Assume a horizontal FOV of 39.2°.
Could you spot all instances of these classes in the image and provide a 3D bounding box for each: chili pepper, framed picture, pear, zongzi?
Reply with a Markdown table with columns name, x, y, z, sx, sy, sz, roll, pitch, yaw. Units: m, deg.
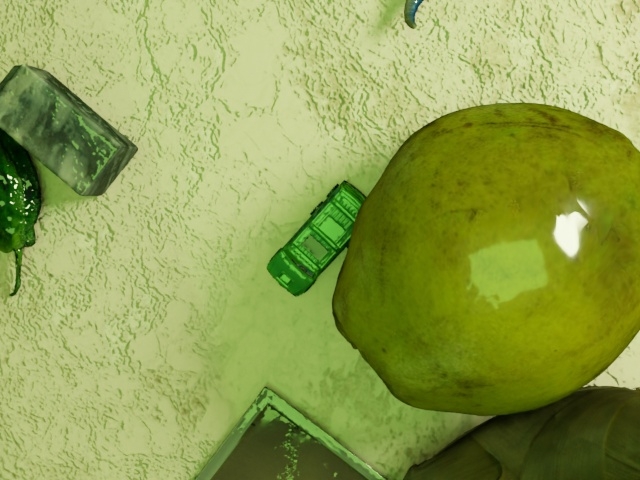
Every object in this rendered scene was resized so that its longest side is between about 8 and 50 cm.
| name | x | y | z | sx | sy | sz | roll | pitch | yaw |
| --- | --- | --- | --- | --- | --- | --- | --- | --- | --- |
| chili pepper | -0.442 | -0.069 | 1.217 | 0.122 | 0.065 | 0.279 | -26 | 90 | 15 |
| framed picture | -0.027 | 0.375 | 1.239 | 0.293 | 0.018 | 0.231 | 38 | 97 | 1 |
| pear | 0.215 | 0.020 | 1.043 | 0.413 | 0.352 | 0.352 | -37 | 91 | -2 |
| zongzi | 0.214 | 0.292 | 1.037 | 0.447 | 0.418 | 0.181 | -23 | 72 | 4 |

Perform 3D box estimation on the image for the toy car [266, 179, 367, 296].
| name | x | y | z | sx | sy | sz | roll | pitch | yaw |
| --- | --- | --- | --- | --- | --- | --- | --- | --- | --- |
| toy car | 0.000 | 0.000 | 1.183 | 0.071 | 0.062 | 0.165 | 43 | 97 | 0 |

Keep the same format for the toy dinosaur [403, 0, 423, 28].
| name | x | y | z | sx | sy | sz | roll | pitch | yaw |
| --- | --- | --- | --- | --- | --- | --- | --- | --- | --- |
| toy dinosaur | 0.198 | -0.374 | 1.137 | 0.188 | 0.075 | 0.248 | 11 | 90 | -4 |

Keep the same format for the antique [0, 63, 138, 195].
| name | x | y | z | sx | sy | sz | roll | pitch | yaw |
| --- | --- | --- | --- | --- | --- | --- | --- | --- | --- |
| antique | -0.344 | -0.148 | 1.188 | 0.183 | 0.088 | 0.086 | 40 | 96 | 0 |
